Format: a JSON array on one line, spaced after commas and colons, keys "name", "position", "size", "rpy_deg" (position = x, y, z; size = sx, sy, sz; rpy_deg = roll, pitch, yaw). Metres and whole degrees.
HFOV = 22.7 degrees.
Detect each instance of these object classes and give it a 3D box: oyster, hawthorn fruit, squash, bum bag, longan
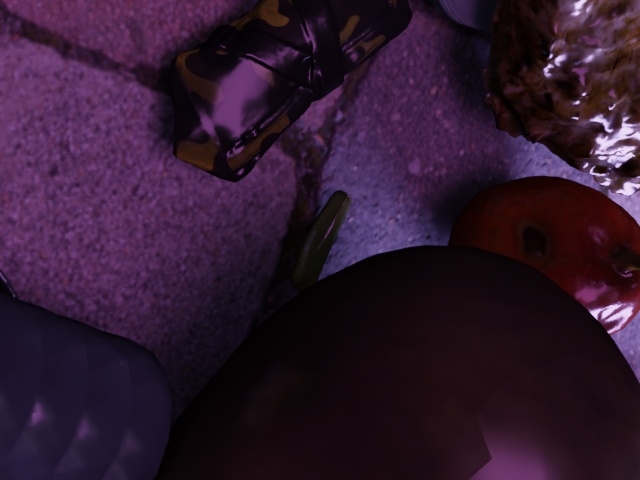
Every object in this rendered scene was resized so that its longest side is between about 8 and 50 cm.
[{"name": "oyster", "position": [0.235, -0.151, 1.302], "size": [0.204, 0.111, 0.396], "rpy_deg": [-51, 135, -1]}, {"name": "hawthorn fruit", "position": [0.236, 0.012, 1.306], "size": [0.165, 0.285, 0.165], "rpy_deg": [8, 78, -43]}, {"name": "squash", "position": [0.000, 0.000, 1.283], "size": [0.027, 0.027, 0.089], "rpy_deg": [32, 80, -40]}, {"name": "bum bag", "position": [-0.027, -0.140, 1.190], "size": [0.232, 0.060, 0.106], "rpy_deg": [-43, 118, -20]}, {"name": "longan", "position": [0.060, 0.191, 1.194], "size": [0.405, 0.336, 0.404], "rpy_deg": [-17, 129, -22]}]

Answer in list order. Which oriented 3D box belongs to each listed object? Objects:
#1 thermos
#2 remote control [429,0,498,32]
[{"name": "thermos", "position": [-0.243, 0.081, 1.056], "size": [0.286, 0.145, 0.182], "rpy_deg": [28, 56, -40]}, {"name": "remote control", "position": [0.180, -0.215, 1.329], "size": [0.247, 0.052, 0.104], "rpy_deg": [11, 101, -40]}]
